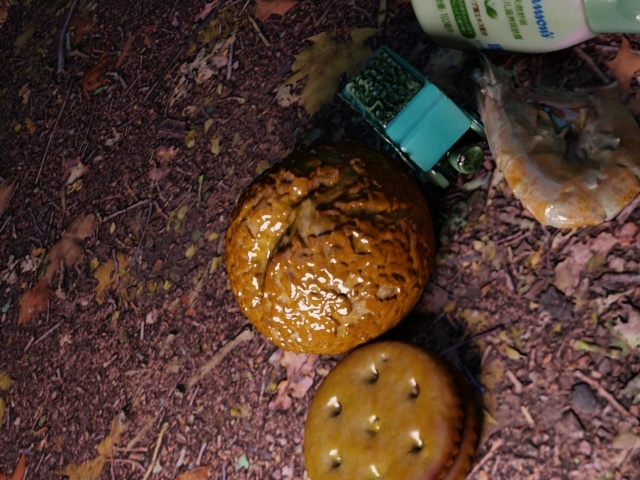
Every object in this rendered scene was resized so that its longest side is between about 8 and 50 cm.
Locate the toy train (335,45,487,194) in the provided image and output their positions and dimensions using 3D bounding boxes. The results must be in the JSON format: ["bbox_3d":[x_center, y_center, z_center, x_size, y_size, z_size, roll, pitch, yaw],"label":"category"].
[{"bbox_3d":[0.122,-0.162,1.176,0.112,0.163,0.203,-48,42,6],"label":"toy train"}]

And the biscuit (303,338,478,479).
[{"bbox_3d":[0.078,0.221,1.045,0.220,0.066,0.220,-22,52,32],"label":"biscuit"}]

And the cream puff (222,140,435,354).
[{"bbox_3d":[0.000,0.000,1.152,0.303,0.212,0.303,-19,55,28],"label":"cream puff"}]

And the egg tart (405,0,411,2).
[{"bbox_3d":[0.214,-0.555,1.327,0.443,0.178,0.443,-23,53,33],"label":"egg tart"}]

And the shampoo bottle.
[{"bbox_3d":[0.290,-0.325,1.098,0.349,0.222,0.151,8,52,32],"label":"shampoo bottle"}]

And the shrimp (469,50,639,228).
[{"bbox_3d":[0.278,-0.143,1.085,0.164,0.062,0.317,-24,51,2],"label":"shrimp"}]
